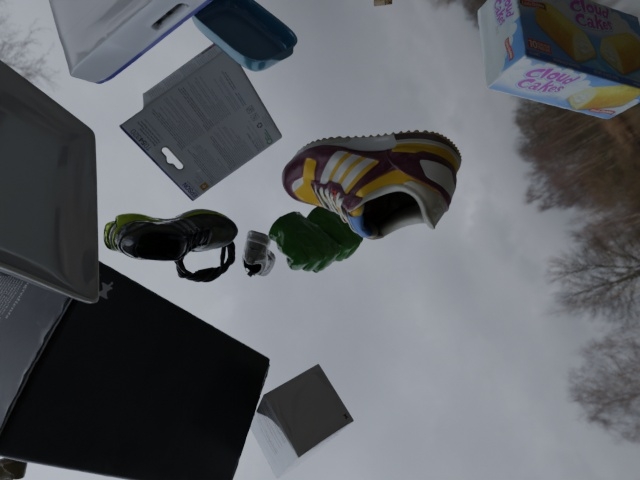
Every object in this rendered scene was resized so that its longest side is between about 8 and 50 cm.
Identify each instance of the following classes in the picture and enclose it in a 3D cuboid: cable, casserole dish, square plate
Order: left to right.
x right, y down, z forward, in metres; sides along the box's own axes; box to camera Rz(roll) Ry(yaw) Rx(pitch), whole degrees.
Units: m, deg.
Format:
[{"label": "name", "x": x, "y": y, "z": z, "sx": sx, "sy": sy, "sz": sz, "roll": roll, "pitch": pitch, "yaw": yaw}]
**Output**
[{"label": "square plate", "x": -0.429, "y": -0.111, "z": 0.570, "sx": 0.347, "sy": 0.049, "sz": 0.344, "roll": 45, "pitch": -158, "yaw": -55}, {"label": "cable", "x": -0.345, "y": 0.050, "z": 1.368, "sx": 0.150, "sy": 0.047, "sz": 0.184, "roll": 45, "pitch": -105, "yaw": -7}, {"label": "casserole dish", "x": -0.124, "y": -0.332, "z": 0.729, "sx": 0.188, "sy": 0.037, "sz": 0.114, "roll": 41, "pitch": -122, "yaw": 11}]

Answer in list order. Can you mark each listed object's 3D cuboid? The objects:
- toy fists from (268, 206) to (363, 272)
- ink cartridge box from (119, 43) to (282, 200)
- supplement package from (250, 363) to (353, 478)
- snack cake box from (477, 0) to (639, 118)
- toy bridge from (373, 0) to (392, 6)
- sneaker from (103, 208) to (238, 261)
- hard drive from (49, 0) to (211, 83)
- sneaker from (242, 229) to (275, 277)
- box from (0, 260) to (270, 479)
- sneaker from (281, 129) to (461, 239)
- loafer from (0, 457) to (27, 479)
[{"label": "toy fists", "x": 0.000, "y": 0.000, "z": 1.090, "sx": 0.142, "sy": 0.096, "sz": 0.279, "roll": 39, "pitch": -153, "yaw": 18}, {"label": "ink cartridge box", "x": -0.307, "y": -0.307, "z": 1.234, "sx": 0.071, "sy": 0.330, "sz": 0.324, "roll": 54, "pitch": 178, "yaw": 37}, {"label": "supplement package", "x": -0.049, "y": 0.388, "z": 0.976, "sx": 0.139, "sy": 0.244, "sz": 0.134, "roll": -22, "pitch": -116, "yaw": -29}, {"label": "snack cake box", "x": 0.395, "y": -0.306, "z": 0.745, "sx": 0.264, "sy": 0.089, "sz": 0.152, "roll": 6, "pitch": -106, "yaw": -19}, {"label": "toy bridge", "x": 0.135, "y": -0.573, "z": 0.914, "sx": 0.026, "sy": 0.063, "sz": 0.188, "roll": -29, "pitch": -54, "yaw": -42}, {"label": "sneaker", "x": -0.313, "y": 0.000, "z": 1.030, "sx": 0.299, "sy": 0.111, "sz": 0.121, "roll": -9, "pitch": -152, "yaw": -39}, {"label": "hard drive", "x": -0.170, "y": -0.325, "z": 0.374, "sx": 0.040, "sy": 0.210, "sz": 0.319, "roll": -6, "pitch": -104, "yaw": -62}, {"label": "sneaker", "x": -0.214, "y": 0.067, "z": 1.473, "sx": 0.105, "sy": 0.281, "sz": 0.115, "roll": 16, "pitch": -112, "yaw": 7}, {"label": "box", "x": -0.447, "y": 0.267, "z": 0.918, "sx": 0.480, "sy": 0.471, "sz": 0.298, "roll": 45, "pitch": -129, "yaw": -45}, {"label": "sneaker", "x": 0.027, "y": -0.044, "z": 0.408, "sx": 0.069, "sy": 0.185, "sz": 0.084, "roll": 47, "pitch": -126, "yaw": -37}, {"label": "loafer", "x": -0.630, "y": 0.454, "z": 0.888, "sx": 0.056, "sy": 0.147, "sz": 0.050, "roll": 31, "pitch": -143, "yaw": -64}]
